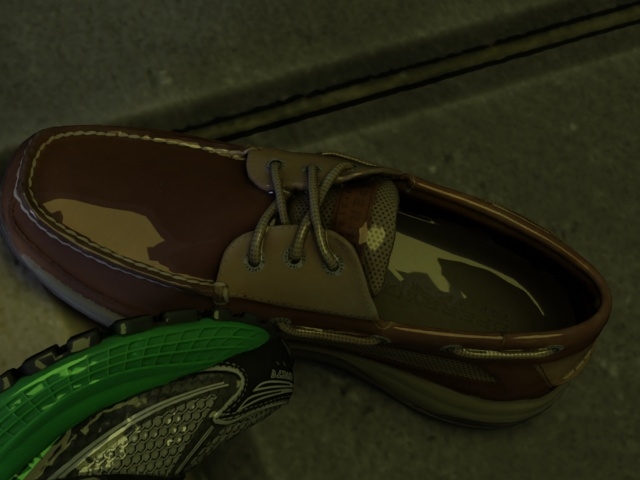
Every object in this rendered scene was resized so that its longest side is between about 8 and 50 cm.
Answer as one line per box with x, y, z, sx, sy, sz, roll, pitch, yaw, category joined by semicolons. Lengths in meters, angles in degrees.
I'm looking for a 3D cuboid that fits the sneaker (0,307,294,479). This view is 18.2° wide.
-0.144;0.149;0.896;0.343;0.134;0.146;-36;91;-22;sneaker

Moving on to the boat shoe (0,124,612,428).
0.000;0.000;1.014;0.324;0.116;0.123;14;62;-16;boat shoe
